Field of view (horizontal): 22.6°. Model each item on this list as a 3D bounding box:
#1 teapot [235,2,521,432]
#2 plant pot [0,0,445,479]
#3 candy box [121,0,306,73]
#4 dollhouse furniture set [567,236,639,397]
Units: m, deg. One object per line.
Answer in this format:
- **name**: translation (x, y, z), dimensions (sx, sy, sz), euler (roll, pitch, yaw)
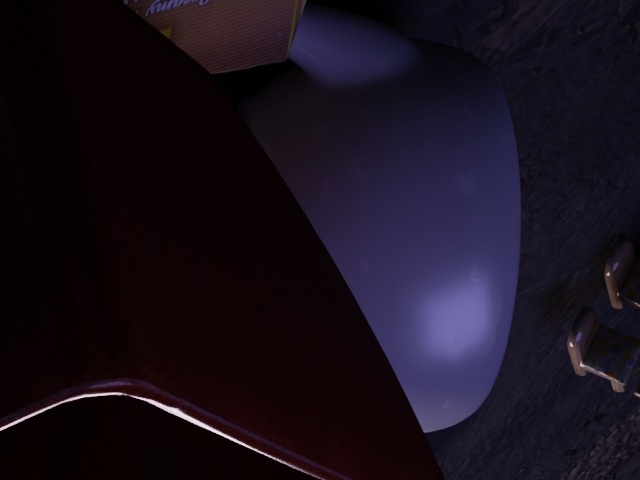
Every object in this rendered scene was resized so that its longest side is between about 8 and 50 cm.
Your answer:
- **teapot**: translation (0.000, 0.000, 0.949), dimensions (0.187, 0.256, 0.252), euler (1, 162, -10)
- **plant pot**: translation (-0.136, 0.030, 0.644), dimensions (0.267, 0.236, 0.267), euler (-24, 152, 19)
- **candy box**: translation (-0.066, -0.209, 0.690), dimensions (0.183, 0.087, 0.316), euler (-13, 142, -32)
- **dollhouse furniture set**: translation (0.358, 0.037, 1.392), dimensions (0.242, 0.212, 0.161), euler (-60, 156, -14)
